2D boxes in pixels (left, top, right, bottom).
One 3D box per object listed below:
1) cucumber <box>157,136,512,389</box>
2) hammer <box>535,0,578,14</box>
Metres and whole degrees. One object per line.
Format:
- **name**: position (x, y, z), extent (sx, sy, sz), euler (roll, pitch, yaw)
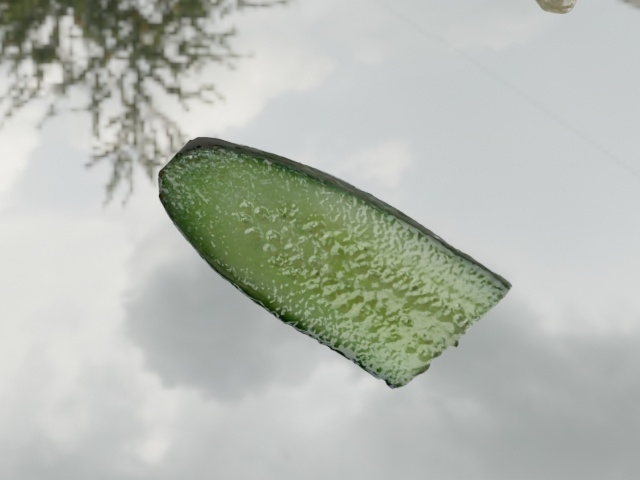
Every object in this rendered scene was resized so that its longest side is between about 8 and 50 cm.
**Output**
- **cucumber**: position (0.000, 0.000, 0.944), extent (0.244, 0.115, 0.063), euler (33, -162, -15)
- **hammer**: position (0.119, -0.306, 1.057), extent (0.113, 0.305, 0.202), euler (-24, 170, -12)
